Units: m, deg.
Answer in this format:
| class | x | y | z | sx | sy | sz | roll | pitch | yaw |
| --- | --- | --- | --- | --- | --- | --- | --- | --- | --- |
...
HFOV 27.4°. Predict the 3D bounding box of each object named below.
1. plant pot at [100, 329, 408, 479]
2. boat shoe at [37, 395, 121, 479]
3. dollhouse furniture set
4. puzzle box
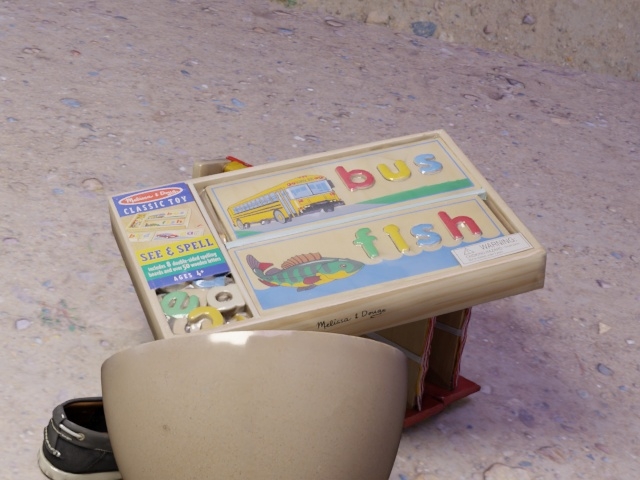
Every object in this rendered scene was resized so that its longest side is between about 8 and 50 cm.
| class | x | y | z | sx | sy | sz | roll | pitch | yaw |
| --- | --- | --- | --- | --- | --- | --- | --- | --- | --- |
| plant pot | -0.056 | 0.207 | 1.186 | 0.284 | 0.284 | 0.191 | 4 | 70 | -20 |
| boat shoe | -0.168 | 0.188 | 1.331 | 0.233 | 0.079 | 0.084 | -3 | 30 | -34 |
| dollhouse furniture set | 0.018 | 0.043 | 1.585 | 0.374 | 0.201 | 0.152 | 25 | 28 | 33 |
| puzzle box | 0.000 | 0.000 | 1.404 | 0.408 | 0.052 | 0.272 | -13 | 37 | -16 |
